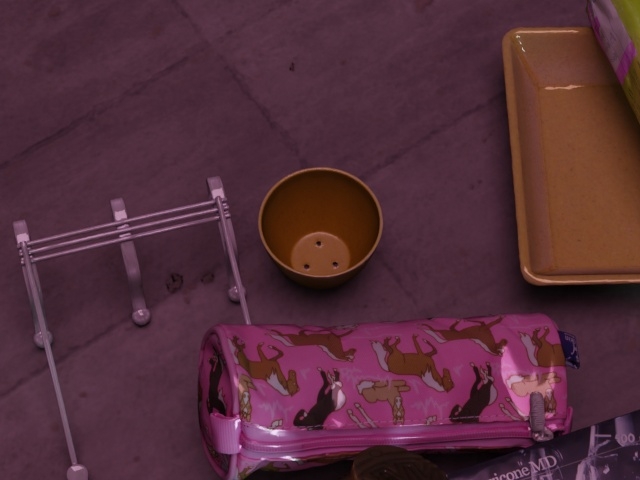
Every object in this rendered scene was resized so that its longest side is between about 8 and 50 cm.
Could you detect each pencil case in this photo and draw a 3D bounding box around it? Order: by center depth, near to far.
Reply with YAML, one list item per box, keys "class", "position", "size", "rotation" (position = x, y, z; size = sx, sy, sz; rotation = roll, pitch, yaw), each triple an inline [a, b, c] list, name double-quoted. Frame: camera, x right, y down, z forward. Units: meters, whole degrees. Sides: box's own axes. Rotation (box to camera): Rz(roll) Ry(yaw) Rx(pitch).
- class: "pencil case"
  position: [0.064, 0.155, 1.670]
  size: [0.386, 0.167, 0.160]
  rotation: [0, 77, -17]

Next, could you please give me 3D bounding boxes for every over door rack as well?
- class: "over door rack"
  position: [-0.183, 0.113, 1.777]
  size: [0.239, 0.108, 0.324]
  rotation: [-13, 76, -8]

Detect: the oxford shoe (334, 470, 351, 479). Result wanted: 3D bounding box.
- class: "oxford shoe"
  position: [-0.032, 0.377, 1.609]
  size: [0.140, 0.146, 0.397]
  rotation: [28, 66, 14]

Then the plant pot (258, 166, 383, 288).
- class: "plant pot"
  position: [0.000, 0.000, 1.832]
  size: [0.134, 0.095, 0.134]
  rotation: [0, 63, 0]

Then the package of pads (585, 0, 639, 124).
- class: "package of pads"
  position: [0.444, -0.207, 1.849]
  size: [0.229, 0.101, 0.296]
  rotation: [-17, 63, -9]

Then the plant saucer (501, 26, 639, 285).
- class: "plant saucer"
  position: [0.376, -0.085, 1.887]
  size: [0.332, 0.081, 0.333]
  rotation: [0, 63, -1]

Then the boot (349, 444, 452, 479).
- class: "boot"
  position: [0.080, 0.362, 1.564]
  size: [0.089, 0.269, 0.236]
  rotation: [-9, 38, -33]

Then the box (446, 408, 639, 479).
- class: "box"
  position: [0.321, 0.341, 1.612]
  size: [0.343, 0.179, 0.312]
  rotation: [-17, 63, -10]
